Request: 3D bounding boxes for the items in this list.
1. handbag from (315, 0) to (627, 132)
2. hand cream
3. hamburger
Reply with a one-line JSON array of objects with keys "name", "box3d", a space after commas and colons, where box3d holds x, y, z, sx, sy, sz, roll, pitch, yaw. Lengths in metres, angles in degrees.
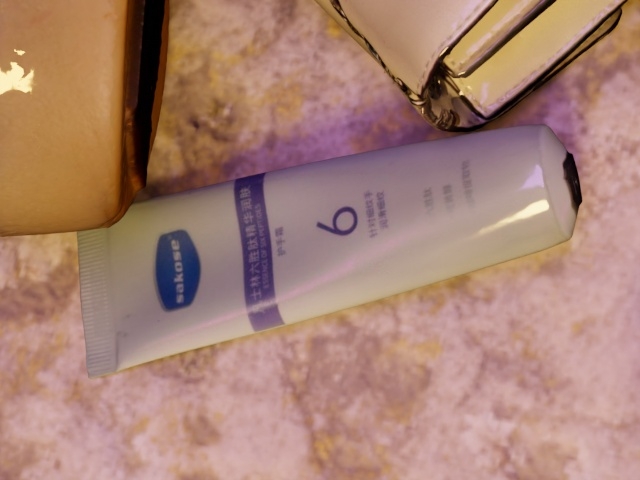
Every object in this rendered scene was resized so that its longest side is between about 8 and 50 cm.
[{"name": "handbag", "box3d": [0.042, -0.263, 1.039, 0.237, 0.160, 0.358, -42, 66, 1]}, {"name": "hand cream", "box3d": [0.000, 0.000, 1.029, 0.321, 0.067, 0.109, -14, 70, 18]}, {"name": "hamburger", "box3d": [-0.180, -0.143, 0.988, 0.176, 0.300, 0.300, 3, 72, 0]}]
